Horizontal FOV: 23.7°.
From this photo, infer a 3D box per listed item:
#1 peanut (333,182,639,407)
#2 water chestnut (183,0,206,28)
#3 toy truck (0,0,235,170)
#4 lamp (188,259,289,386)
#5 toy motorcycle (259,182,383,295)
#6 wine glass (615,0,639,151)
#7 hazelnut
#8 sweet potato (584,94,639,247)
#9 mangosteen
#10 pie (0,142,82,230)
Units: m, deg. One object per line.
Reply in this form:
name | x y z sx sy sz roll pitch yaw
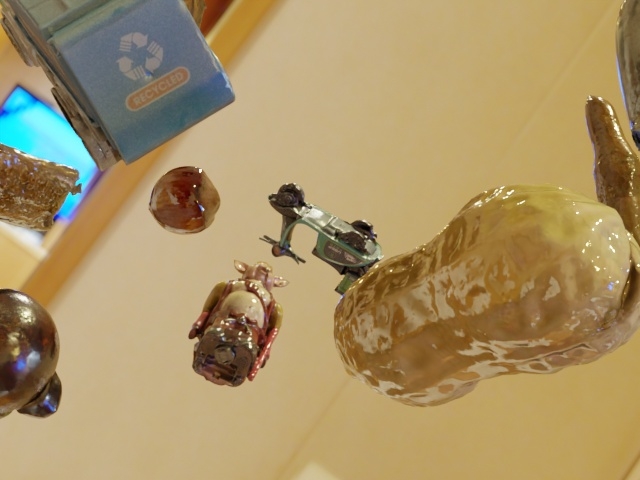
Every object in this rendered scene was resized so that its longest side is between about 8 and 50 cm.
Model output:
peanut | 0.115 0.046 1.140 0.149 0.149 0.313 38 -37 -17
water chestnut | -0.273 -0.351 2.134 0.224 0.223 0.238 41 7 -35
toy truck | -0.205 -0.200 1.407 0.367 0.146 0.175 46 -16 47
lamp | -0.106 0.100 2.181 0.118 0.253 0.118 10 -53 13
toy motorcycle | 0.000 0.000 1.944 0.173 0.100 0.058 31 28 5
wine glass | 0.357 -0.195 1.562 0.111 0.204 0.111 1 -17 0
hazelnut | -0.153 -0.043 1.717 0.086 0.086 0.086 35 -7 5
sweet potato | 0.369 -0.086 1.904 0.067 0.067 0.273 44 31 -50
mangosteen | -0.399 0.148 1.922 0.184 0.172 0.172 46 -12 -37
pie | -0.463 -0.091 2.052 0.283 0.128 0.068 19 33 -21
